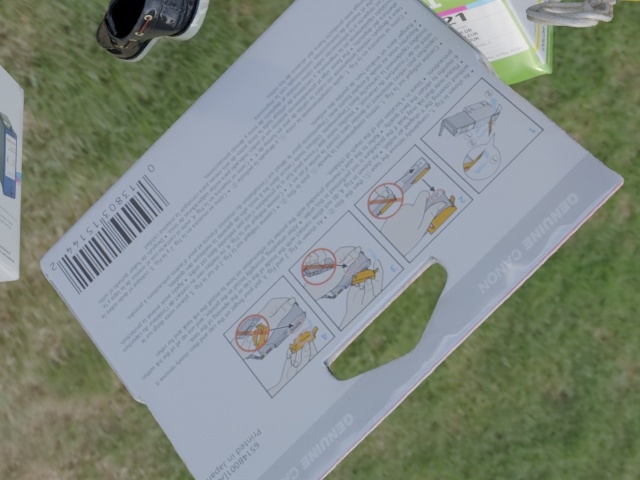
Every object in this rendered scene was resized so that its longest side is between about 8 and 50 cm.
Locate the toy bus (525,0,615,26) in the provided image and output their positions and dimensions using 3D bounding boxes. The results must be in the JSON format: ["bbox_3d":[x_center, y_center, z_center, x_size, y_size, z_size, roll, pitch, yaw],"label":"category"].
[{"bbox_3d":[0.160,-0.187,0.673,0.191,0.202,0.104,-9,110,-19],"label":"toy bus"}]

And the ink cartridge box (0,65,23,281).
[{"bbox_3d":[-0.386,-0.066,1.246,0.154,0.212,0.093,-6,159,8],"label":"ink cartridge box"}]

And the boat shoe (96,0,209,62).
[{"bbox_3d":[-0.117,-0.145,0.797,0.042,0.133,0.049,15,83,-29],"label":"boat shoe"}]

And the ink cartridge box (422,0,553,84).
[{"bbox_3d":[0.094,-0.264,0.978,0.255,0.097,0.188,47,41,-45],"label":"ink cartridge box"}]

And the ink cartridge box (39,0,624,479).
[{"bbox_3d":[0.000,0.000,0.764,0.296,0.261,0.066,-45,147,4],"label":"ink cartridge box"}]
